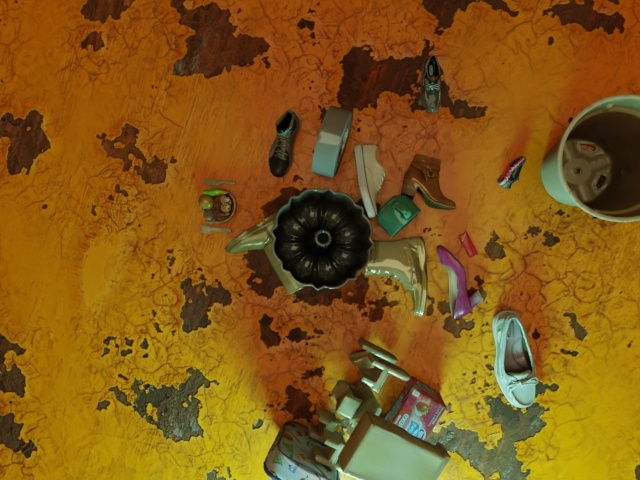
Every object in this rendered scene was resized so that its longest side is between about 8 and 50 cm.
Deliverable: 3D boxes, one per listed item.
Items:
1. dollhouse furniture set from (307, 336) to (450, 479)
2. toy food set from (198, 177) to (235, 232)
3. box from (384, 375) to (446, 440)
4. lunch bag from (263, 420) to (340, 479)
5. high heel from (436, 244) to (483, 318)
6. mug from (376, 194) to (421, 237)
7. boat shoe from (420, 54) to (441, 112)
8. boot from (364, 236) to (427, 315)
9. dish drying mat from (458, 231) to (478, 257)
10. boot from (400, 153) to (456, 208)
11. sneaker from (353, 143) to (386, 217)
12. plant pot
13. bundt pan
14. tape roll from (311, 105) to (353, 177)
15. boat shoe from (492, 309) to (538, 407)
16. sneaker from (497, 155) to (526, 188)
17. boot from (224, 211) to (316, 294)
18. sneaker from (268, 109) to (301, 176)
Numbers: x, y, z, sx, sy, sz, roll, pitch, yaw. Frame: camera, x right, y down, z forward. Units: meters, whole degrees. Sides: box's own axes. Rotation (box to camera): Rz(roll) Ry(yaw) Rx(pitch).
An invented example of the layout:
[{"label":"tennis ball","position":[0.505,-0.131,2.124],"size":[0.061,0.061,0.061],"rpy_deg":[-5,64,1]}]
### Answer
[{"label":"dollhouse furniture set","position":[0.176,0.566,1.409],"size":[0.257,0.394,0.362],"rpy_deg":[30,93,-11]},{"label":"toy food set","position":[-0.364,-0.121,1.614],"size":[0.133,0.038,0.191],"rpy_deg":[4,92,6]},{"label":"box","position":[0.290,0.599,1.517],"size":[0.123,0.128,0.256],"rpy_deg":[31,94,5]},{"label":"lunch bag","position":[-0.046,0.708,1.471],"size":[0.243,0.303,0.114],"rpy_deg":[29,91,4]},{"label":"high heel","position":[0.424,0.137,1.514],"size":[0.117,0.082,0.244],"rpy_deg":[-35,101,-3]},{"label":"mug","position":[0.252,-0.094,1.490],"size":[0.097,0.157,0.129],"rpy_deg":[48,52,9]},{"label":"boat shoe","position":[0.361,-0.515,1.507],"size":[0.066,0.066,0.183],"rpy_deg":[-6,91,7]},{"label":"boot","position":[0.247,0.120,1.521],"size":[0.204,0.095,0.261],"rpy_deg":[-2,85,5]},{"label":"dish drying mat","position":[0.493,0.015,1.538],"size":[0.032,0.008,0.083],"rpy_deg":[-27,88,6]},{"label":"boot","position":[0.374,-0.192,1.517],"size":[0.197,0.073,0.152],"rpy_deg":[21,83,-6]},{"label":"sneaker","position":[0.169,-0.203,1.507],"size":[0.091,0.094,0.257],"rpy_deg":[-9,77,7]},{"label":"plant pot","position":[0.810,-0.217,1.346],"size":[0.334,0.305,0.333],"rpy_deg":[0,91,7]},{"label":"bundt pan","position":[0.000,0.000,1.501],"size":[0.331,0.124,0.330],"rpy_deg":[1,81,-9]},{"label":"tape roll","position":[0.039,-0.314,1.474],"size":[0.073,0.219,0.219],"rpy_deg":[17,93,5]},{"label":"boat shoe","position":[0.629,0.388,1.486],"size":[0.118,0.103,0.320],"rpy_deg":[-7,91,7]},{"label":"sneaker","position":[0.632,-0.219,1.503],"size":[0.057,0.047,0.119],"rpy_deg":[36,97,-15]},{"label":"boot","position":[-0.166,0.069,1.575],"size":[0.236,0.089,0.269],"rpy_deg":[-32,89,7]},{"label":"sneaker","position":[-0.132,-0.329,1.535],"size":[0.086,0.132,0.228],"rpy_deg":[15,93,6]}]
